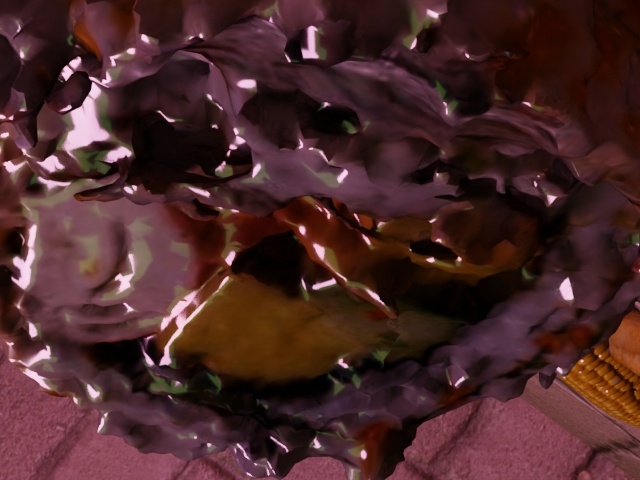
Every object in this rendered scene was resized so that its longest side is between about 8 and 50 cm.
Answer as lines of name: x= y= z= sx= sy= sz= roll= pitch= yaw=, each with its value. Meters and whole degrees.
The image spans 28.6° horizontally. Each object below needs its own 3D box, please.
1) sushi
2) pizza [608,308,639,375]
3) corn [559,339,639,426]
sushi: x=-0.003 y=-0.022 z=0.599 sx=0.417 sy=0.176 sz=0.417 roll=0 pitch=145 yaw=0
pizza: x=0.394 y=0.165 z=1.116 sx=0.287 sy=0.075 sz=0.280 roll=38 pitch=179 yaw=-43
corn: x=0.265 y=0.102 z=1.233 sx=0.313 sy=0.102 sz=0.102 roll=39 pitch=175 yaw=-41
